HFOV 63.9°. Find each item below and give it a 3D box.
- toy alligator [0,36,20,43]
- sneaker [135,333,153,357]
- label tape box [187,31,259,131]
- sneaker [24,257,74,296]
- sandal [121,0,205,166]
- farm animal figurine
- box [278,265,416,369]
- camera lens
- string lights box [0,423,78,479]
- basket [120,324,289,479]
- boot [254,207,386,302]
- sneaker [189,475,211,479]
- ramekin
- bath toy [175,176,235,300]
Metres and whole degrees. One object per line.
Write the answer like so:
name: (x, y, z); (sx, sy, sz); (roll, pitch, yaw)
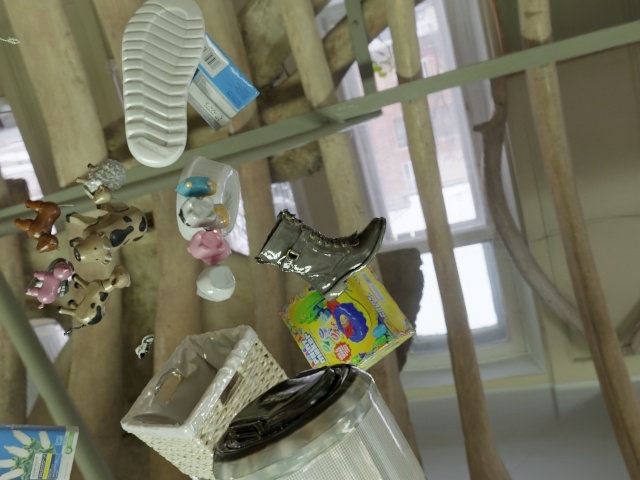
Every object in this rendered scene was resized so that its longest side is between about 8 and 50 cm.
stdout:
toy alligator: (-0.803, -0.486, 1.211); (0.190, 0.051, 0.056); (-4, 178, 1)
sneaker: (-0.506, 0.310, 1.496); (0.032, 0.037, 0.083); (11, 123, -47)
label tape box: (-0.366, -0.479, 1.640); (0.106, 0.240, 0.334); (-50, -162, -23)
sneaker: (-0.662, 0.102, 1.293); (0.178, 0.077, 0.072); (-22, -136, 35)
sandal: (-0.363, -0.359, 1.148); (0.170, 0.416, 0.102); (10, 166, -17)
farm animal figurine: (-0.525, 0.020, 1.215); (0.172, 0.330, 0.326); (14, -135, 20)
box: (0.079, 0.248, 1.571); (0.279, 0.290, 0.177); (-44, 157, 23)
camera lens: (0.016, 0.308, 0.627); (0.219, 0.274, 0.219); (-29, 180, 0)
string lights box: (-0.806, 0.570, 1.383); (0.260, 0.133, 0.077); (12, 169, -26)
basket: (-0.293, 0.450, 1.420); (0.331, 0.266, 0.328); (-17, -150, 42)
boot: (0.000, 0.000, 1.186); (0.263, 0.229, 0.091); (-52, -170, 9)
sneaker: (-0.384, 0.691, 1.599); (0.076, 0.166, 0.065); (-38, -160, 19)
ramekin: (-0.346, -0.128, 1.630); (0.127, 0.272, 0.273); (5, -166, 7)
bath toy: (-0.305, 0.005, 1.385); (0.152, 0.348, 0.129); (2, 154, -38)
